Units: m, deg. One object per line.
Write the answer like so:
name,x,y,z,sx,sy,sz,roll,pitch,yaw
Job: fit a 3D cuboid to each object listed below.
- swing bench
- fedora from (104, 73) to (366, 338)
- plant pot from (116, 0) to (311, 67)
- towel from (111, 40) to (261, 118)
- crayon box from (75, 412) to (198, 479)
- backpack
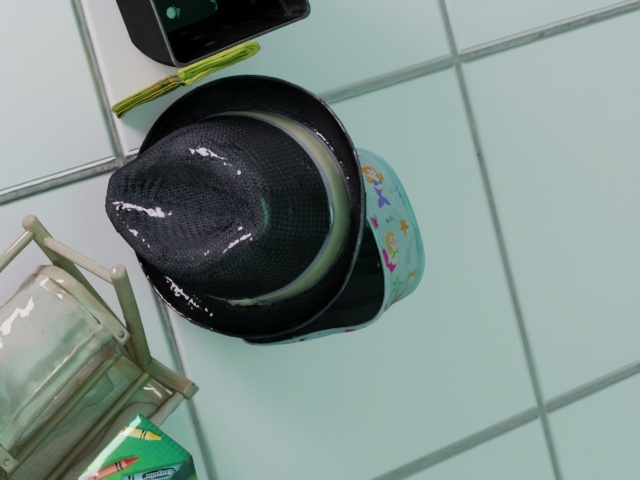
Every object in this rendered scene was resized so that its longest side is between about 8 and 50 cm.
swing bench,-0.306,0.161,1.754,0.253,0.165,0.255,-48,142,-21
fedora,-0.118,-0.039,1.761,0.152,0.334,0.334,1,90,-57
plant pot,-0.155,-0.311,1.840,0.187,0.167,0.188,-26,104,-27
towel,-0.156,-0.180,1.801,0.102,0.237,0.021,-25,96,-26
crayon box,-0.215,0.317,1.763,0.081,0.278,0.165,36,70,15
backpack,0.000,0.000,1.886,0.191,0.253,0.225,-31,105,-46
